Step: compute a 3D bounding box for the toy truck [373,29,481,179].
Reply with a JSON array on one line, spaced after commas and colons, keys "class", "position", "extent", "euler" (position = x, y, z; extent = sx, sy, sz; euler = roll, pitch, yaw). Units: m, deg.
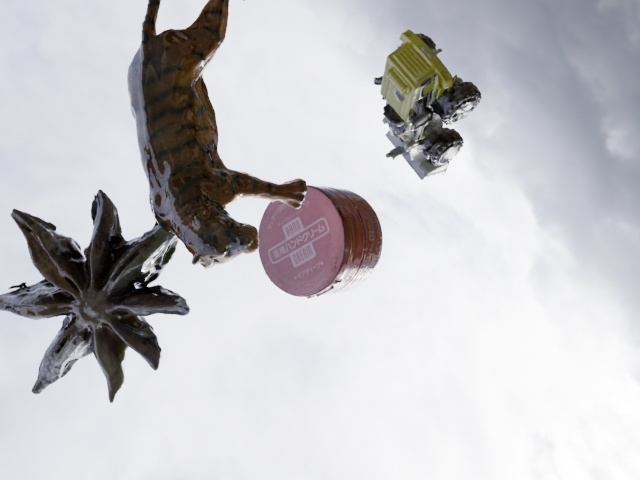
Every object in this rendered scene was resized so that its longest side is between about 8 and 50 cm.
[{"class": "toy truck", "position": [0.140, -0.182, 0.909], "extent": [0.111, 0.285, 0.136], "euler": [-31, -111, -8]}]

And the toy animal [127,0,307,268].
[{"class": "toy animal", "position": [-0.101, -0.109, 0.445], "extent": [0.116, 0.114, 0.255], "euler": [-26, -76, -62]}]

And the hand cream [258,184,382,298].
[{"class": "hand cream", "position": [0.000, 0.000, 1.066], "extent": [0.125, 0.193, 0.193], "euler": [2, -121, -55]}]

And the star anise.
[{"class": "star anise", "position": [-0.199, 0.045, 0.537], "extent": [0.181, 0.204, 0.061], "euler": [22, -168, -1]}]
